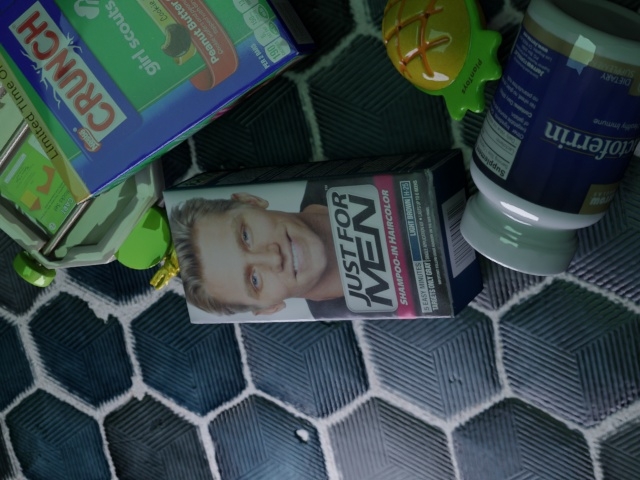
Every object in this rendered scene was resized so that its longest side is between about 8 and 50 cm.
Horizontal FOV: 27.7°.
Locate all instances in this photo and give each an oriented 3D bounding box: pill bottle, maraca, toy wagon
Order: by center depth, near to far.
[{"bbox_3d":[0.242,-0.106,1.316,0.153,0.153,0.264,27,118,17],"label":"pill bottle"},{"bbox_3d":[0.129,-0.208,1.350,0.185,0.099,0.127,56,137,38],"label":"maraca"},{"bbox_3d":[-0.304,-0.069,1.623,0.344,0.068,0.267,39,104,3],"label":"toy wagon"}]

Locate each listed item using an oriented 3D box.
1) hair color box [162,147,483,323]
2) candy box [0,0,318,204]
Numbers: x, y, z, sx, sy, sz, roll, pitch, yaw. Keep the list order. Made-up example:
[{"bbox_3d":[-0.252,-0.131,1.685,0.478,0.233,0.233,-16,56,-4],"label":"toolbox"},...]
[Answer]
[{"bbox_3d":[0.000,0.000,1.504,0.347,0.105,0.173,-4,105,29],"label":"hair color box"},{"bbox_3d":[-0.209,-0.239,1.477,0.317,0.122,0.268,-33,91,17],"label":"candy box"}]
